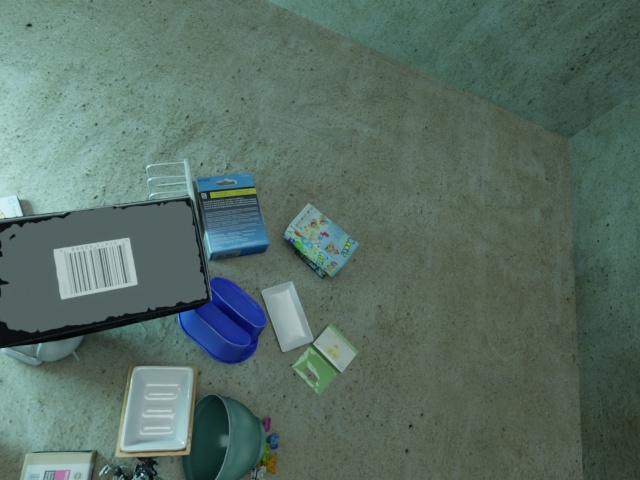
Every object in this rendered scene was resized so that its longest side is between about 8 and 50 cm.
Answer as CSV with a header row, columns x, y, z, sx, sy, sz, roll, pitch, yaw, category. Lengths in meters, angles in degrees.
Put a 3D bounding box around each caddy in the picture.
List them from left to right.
x,y,z,sx,sy,sz,roll,pitch,yaw,category
-0.375,0.308,1.597,0.341,0.179,0.241,41,39,2,caddy

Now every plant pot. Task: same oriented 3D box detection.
x,y,z,sx,sy,sz,roll,pitch,yaw,category
-0.312,0.685,1.427,0.196,0.293,0.293,24,60,-38,plant pot

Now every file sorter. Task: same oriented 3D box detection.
x,y,z,sx,sy,sz,roll,pitch,yaw,category
-0.598,-0.158,1.698,0.173,0.193,0.278,-8,72,-18,file sorter

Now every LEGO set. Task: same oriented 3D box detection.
x,y,z,sx,sy,sz,roll,pitch,yaw,category
-0.213,0.776,1.511,0.087,0.093,0.227,50,25,-33,LEGO set

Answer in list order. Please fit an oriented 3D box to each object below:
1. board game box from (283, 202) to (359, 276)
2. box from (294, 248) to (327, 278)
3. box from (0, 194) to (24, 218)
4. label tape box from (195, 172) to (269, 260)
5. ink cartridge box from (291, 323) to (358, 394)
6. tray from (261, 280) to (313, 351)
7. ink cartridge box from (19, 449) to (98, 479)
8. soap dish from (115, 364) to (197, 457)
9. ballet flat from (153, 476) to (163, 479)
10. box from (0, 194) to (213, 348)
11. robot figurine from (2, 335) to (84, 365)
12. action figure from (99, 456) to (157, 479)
x,y,z,sx,sy,sz,roll,pitch,yaw,category
0.000,0.000,1.777,0.275,0.142,0.144,40,62,1,board game box
0.000,0.055,1.879,0.180,0.077,0.147,42,62,1,box
-1.202,-0.074,1.539,0.186,0.038,0.145,-19,77,-26,box
-0.385,-0.105,1.795,0.249,0.115,0.348,-9,70,-22,label tape box
0.021,0.488,1.727,0.171,0.056,0.235,45,60,2,ink cartridge box
-0.141,0.317,1.752,0.145,0.030,0.270,-15,74,-25,tray
-0.824,0.784,1.296,0.193,0.088,0.235,6,67,-16,ink cartridge box
-0.552,0.580,1.432,0.228,0.118,0.291,6,57,-17,soap dish
-0.570,0.900,1.340,0.086,0.086,0.249,15,65,-13,ballet flat
-0.590,0.099,1.192,0.479,0.471,0.298,-11,84,-21,box
-0.948,0.274,1.393,0.353,0.200,0.300,26,103,-8,robot figurine
-0.614,0.765,1.295,0.141,0.164,0.276,51,48,-17,action figure
